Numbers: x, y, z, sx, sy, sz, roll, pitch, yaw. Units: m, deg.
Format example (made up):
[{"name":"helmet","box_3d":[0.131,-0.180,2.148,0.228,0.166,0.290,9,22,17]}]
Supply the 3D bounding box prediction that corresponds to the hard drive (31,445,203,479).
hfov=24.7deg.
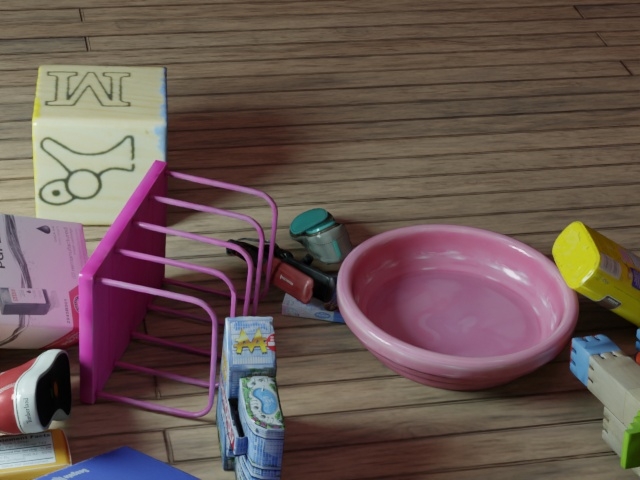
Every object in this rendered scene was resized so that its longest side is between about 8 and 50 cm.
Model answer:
[{"name":"hard drive","box_3d":[-0.142,0.320,1.610,0.319,0.040,0.210,20,13,23]}]

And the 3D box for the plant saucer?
[{"name":"plant saucer","box_3d":[0.185,0.098,2.017,0.332,0.084,0.332,3,34,-2]}]

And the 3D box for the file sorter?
[{"name":"file sorter","box_3d":[-0.180,0.066,1.915,0.182,0.202,0.290,12,34,8]}]

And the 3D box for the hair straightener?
[{"name":"hair straightener","box_3d":[-0.055,0.040,2.096,0.089,0.047,0.230,0,14,-41]}]

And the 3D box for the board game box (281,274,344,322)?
[{"name":"board game box","box_3d":[-0.004,0.079,2.078,0.090,0.020,0.090,6,33,5]}]

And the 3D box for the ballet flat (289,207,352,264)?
[{"name":"ballet flat","box_3d":[0.000,0.000,2.149,0.072,0.068,0.213,-25,10,-5]}]

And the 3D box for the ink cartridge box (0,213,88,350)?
[{"name":"ink cartridge box","box_3d":[-0.402,0.052,1.872,0.218,0.092,0.158,6,65,-46]}]

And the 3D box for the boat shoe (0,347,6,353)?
[{"name":"boat shoe","box_3d":[-0.475,0.159,1.856,0.080,0.073,0.223,51,36,-2]}]

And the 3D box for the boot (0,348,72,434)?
[{"name":"boot","box_3d":[-0.398,0.188,1.758,0.176,0.088,0.244,-7,2,4]}]

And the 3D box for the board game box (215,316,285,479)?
[{"name":"board game box","box_3d":[-0.084,0.197,1.733,0.060,0.194,0.194,-2,33,-9]}]

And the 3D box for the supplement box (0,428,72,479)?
[{"name":"supplement box","box_3d":[-0.404,0.278,1.679,0.233,0.078,0.080,-3,31,-13]}]

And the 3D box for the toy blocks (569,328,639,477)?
[{"name":"toy blocks","box_3d":[0.494,0.193,1.856,0.381,0.190,0.261,-7,24,-16]}]

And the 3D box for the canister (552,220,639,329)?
[{"name":"canister","box_3d":[0.415,0.054,2.048,0.170,0.073,0.126,28,24,-26]}]

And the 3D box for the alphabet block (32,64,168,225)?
[{"name":"alphabet block","box_3d":[-0.333,-0.145,2.227,0.197,0.192,0.193,1,32,-7]}]
